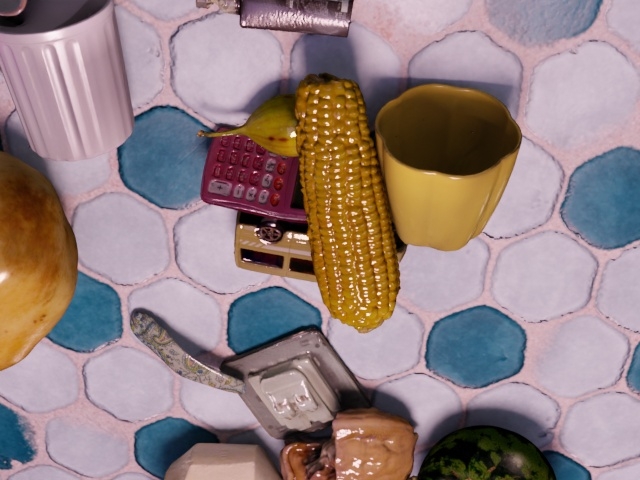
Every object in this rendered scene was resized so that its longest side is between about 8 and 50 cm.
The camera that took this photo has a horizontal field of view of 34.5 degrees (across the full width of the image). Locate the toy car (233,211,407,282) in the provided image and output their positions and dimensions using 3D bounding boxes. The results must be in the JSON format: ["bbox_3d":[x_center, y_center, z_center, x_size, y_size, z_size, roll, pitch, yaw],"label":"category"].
[{"bbox_3d":[0.000,0.000,1.533,0.256,0.101,0.124,10,133,0],"label":"toy car"}]

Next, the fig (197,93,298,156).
[{"bbox_3d":[-0.079,-0.170,1.435,0.166,0.093,0.093,15,124,2],"label":"fig"}]

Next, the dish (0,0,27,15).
[{"bbox_3d":[-0.429,-0.394,1.288,0.151,0.077,0.212,6,103,1],"label":"dish"}]

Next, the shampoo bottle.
[{"bbox_3d":[-0.061,-0.310,1.351,0.207,0.057,0.063,8,125,-1],"label":"shampoo bottle"}]

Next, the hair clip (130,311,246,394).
[{"bbox_3d":[-0.222,0.194,1.698,0.229,0.036,0.066,34,130,-5],"label":"hair clip"}]

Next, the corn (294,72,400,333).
[{"bbox_3d":[0.032,-0.045,1.384,0.120,0.120,0.363,-9,105,11],"label":"corn"}]

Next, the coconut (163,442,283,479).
[{"bbox_3d":[-0.155,0.465,1.792,0.241,0.241,0.241,2,124,3],"label":"coconut"}]

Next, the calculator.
[{"bbox_3d":[-0.071,-0.091,1.471,0.190,0.126,0.034,11,158,0],"label":"calculator"}]

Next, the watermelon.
[{"bbox_3d":[0.271,0.442,1.719,0.269,0.269,0.269,2,124,3],"label":"watermelon"}]

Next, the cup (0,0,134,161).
[{"bbox_3d":[-0.353,-0.237,1.392,0.167,0.221,0.202,-23,129,-21],"label":"cup"}]

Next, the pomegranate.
[{"bbox_3d":[-0.515,0.028,1.476,0.332,0.332,0.332,2,124,3],"label":"pomegranate"}]

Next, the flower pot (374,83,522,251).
[{"bbox_3d":[0.169,-0.089,1.414,0.195,0.195,0.179,3,136,3],"label":"flower pot"}]

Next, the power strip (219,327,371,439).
[{"bbox_3d":[-0.043,0.262,1.736,0.198,0.064,0.213,-24,119,19],"label":"power strip"}]

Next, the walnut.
[{"bbox_3d":[0.059,0.387,1.747,0.204,0.141,0.238,20,140,-30],"label":"walnut"}]
